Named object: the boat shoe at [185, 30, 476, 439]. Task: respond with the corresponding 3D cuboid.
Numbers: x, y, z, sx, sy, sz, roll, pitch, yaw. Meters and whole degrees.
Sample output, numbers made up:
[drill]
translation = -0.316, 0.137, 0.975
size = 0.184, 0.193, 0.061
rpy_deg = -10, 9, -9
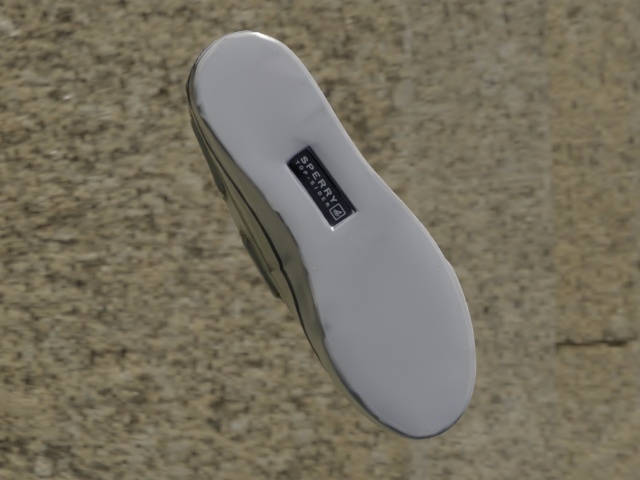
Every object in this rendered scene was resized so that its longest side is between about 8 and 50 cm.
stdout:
[boat shoe]
translation = 0.000, 0.000, 0.372
size = 0.035, 0.035, 0.100
rpy_deg = -35, 96, -13
